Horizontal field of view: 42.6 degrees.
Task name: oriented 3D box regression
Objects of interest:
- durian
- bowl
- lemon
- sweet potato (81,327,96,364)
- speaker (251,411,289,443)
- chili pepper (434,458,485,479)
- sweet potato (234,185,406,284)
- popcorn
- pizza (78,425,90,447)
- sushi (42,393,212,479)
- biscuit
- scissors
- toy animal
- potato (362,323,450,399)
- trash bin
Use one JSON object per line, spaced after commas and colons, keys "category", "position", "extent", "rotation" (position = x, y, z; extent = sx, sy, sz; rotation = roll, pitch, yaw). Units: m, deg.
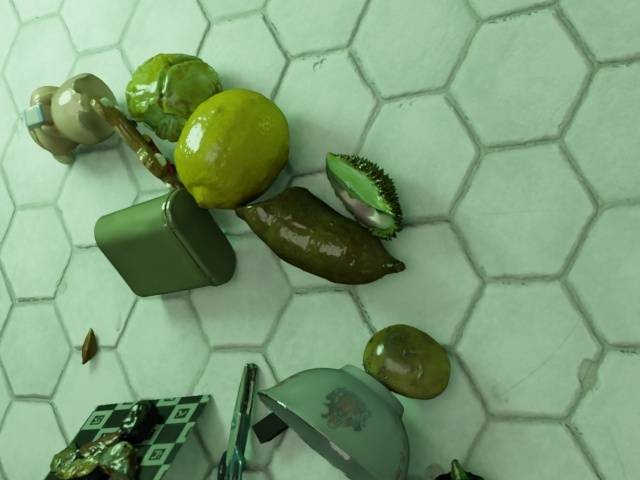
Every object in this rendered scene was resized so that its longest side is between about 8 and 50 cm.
{"category": "durian", "position": [0.105, -0.093, 1.651], "extent": [0.095, 0.137, 0.221], "rotation": [-33, 61, -13]}
{"category": "bowl", "position": [0.058, 0.340, 1.561], "extent": [0.345, 0.345, 0.157], "rotation": [32, 73, 27]}
{"category": "lemon", "position": [-0.186, -0.191, 1.736], "extent": [0.233, 0.233, 0.288], "rotation": [18, 70, 29]}
{"category": "sweet potato", "position": [-0.576, 0.264, 2.041], "extent": [0.034, 0.034, 0.095], "rotation": [13, 94, 29]}
{"category": "speaker", "position": [-0.060, 0.364, 1.738], "extent": [0.191, 0.040, 0.046], "rotation": [-39, 70, 21]}
{"category": "chili pepper", "position": [0.263, 0.537, 1.511], "extent": [0.136, 0.099, 0.271], "rotation": [-4, 89, 38]}
{"category": "sweet potato", "position": [0.000, 0.000, 1.672], "extent": [0.369, 0.157, 0.158], "rotation": [34, 103, 22]}
{"category": "popcorn", "position": [-0.327, -0.330, 1.858], "extent": [0.221, 0.184, 0.204], "rotation": [17, 56, 24]}
{"category": "pizza", "position": [-0.479, 0.586, 1.890], "extent": [0.087, 0.268, 0.258], "rotation": [-37, 112, 17]}
{"category": "sushi", "position": [-0.460, 0.447, 1.789], "extent": [0.343, 0.359, 0.064], "rotation": [-10, 118, 26]}
{"category": "biscuit", "position": [-0.380, -0.193, 1.869], "extent": [0.047, 0.216, 0.340], "rotation": [-42, 90, 1]}
{"category": "scissors", "position": [-0.176, 0.410, 1.785], "extent": [0.138, 0.041, 0.289], "rotation": [169, 114, -68]}
{"category": "toy animal", "position": [-0.616, -0.296, 2.002], "extent": [0.256, 0.213, 0.195], "rotation": [-8, 93, 25]}
{"category": "potato", "position": [0.163, 0.232, 1.576], "extent": [0.175, 0.137, 0.137], "rotation": [9, 91, 26]}
{"category": "trash bin", "position": [-0.351, 0.014, 1.836], "extent": [0.247, 0.121, 0.243], "rotation": [-13, 123, 30]}
